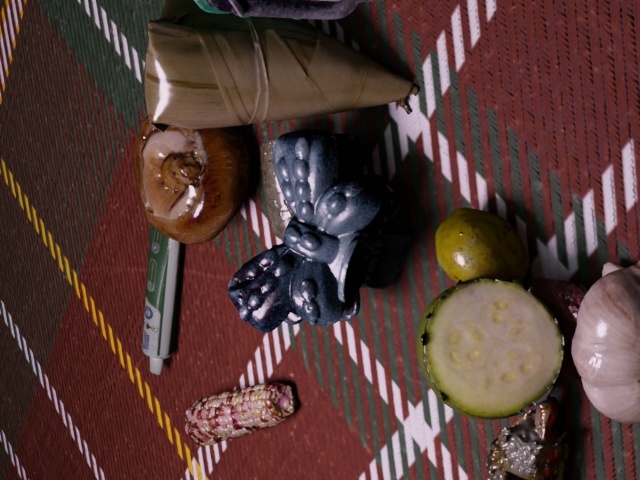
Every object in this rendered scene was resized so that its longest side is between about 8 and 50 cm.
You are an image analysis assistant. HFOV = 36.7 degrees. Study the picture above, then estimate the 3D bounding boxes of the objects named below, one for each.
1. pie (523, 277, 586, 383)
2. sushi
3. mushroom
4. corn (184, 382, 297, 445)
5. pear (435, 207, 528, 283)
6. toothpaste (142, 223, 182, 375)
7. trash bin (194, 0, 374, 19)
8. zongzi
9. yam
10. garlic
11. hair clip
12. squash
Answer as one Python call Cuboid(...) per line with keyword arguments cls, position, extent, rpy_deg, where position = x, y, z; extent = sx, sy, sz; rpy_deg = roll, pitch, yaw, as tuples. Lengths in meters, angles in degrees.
Cuboid(cls="pie", position=(0.304, 0.113, 1.225), extent=(0.153, 0.038, 0.154), rpy_deg=(44, 147, 38))
Cuboid(cls="sushi", position=(0.273, 0.304, 1.298), extent=(0.097, 0.103, 0.226), rpy_deg=(39, 127, 54))
Cuboid(cls="mushroom", position=(-0.225, -0.116, 1.668), extent=(0.253, 0.153, 0.253), rpy_deg=(3, 95, 47))
Cuboid(cls="corn", position=(-0.151, 0.319, 1.765), extent=(0.280, 0.092, 0.092), rpy_deg=(-22, 85, 45))
Cuboid(cls="pear", position=(0.210, 0.015, 1.270), extent=(0.131, 0.107, 0.107), rpy_deg=(47, 131, 32))
Cuboid(cls="toothpaste", position=(-0.310, 0.088, 1.893), extent=(0.098, 0.061, 0.392), rpy_deg=(26, 116, 41))
Cuboid(cls="trash bin", position=(-0.087, -0.490, 1.347), extent=(0.381, 0.295, 0.259), rpy_deg=(49, 134, 40))
Cuboid(cls="zongzi", position=(-0.078, -0.315, 1.514), extent=(0.447, 0.418, 0.181), rpy_deg=(-94, 7, -57))
Cuboid(cls="yam", position=(-0.040, -0.083, 1.523), extent=(0.107, 0.107, 0.183), rpy_deg=(8, 108, 46))
Cuboid(cls="garlic", position=(0.382, 0.087, 1.093), extent=(0.212, 0.218, 0.219), rpy_deg=(-95, 14, -63))
Cuboid(cls="hair clip", position=(0.006, -0.001, 1.401), extent=(0.206, 0.194, 0.310), rpy_deg=(27, 106, 27))
Cuboid(cls="squash", position=(0.219, 0.140, 1.285), extent=(0.189, 0.260, 0.189), rpy_deg=(-1, 86, 9))
